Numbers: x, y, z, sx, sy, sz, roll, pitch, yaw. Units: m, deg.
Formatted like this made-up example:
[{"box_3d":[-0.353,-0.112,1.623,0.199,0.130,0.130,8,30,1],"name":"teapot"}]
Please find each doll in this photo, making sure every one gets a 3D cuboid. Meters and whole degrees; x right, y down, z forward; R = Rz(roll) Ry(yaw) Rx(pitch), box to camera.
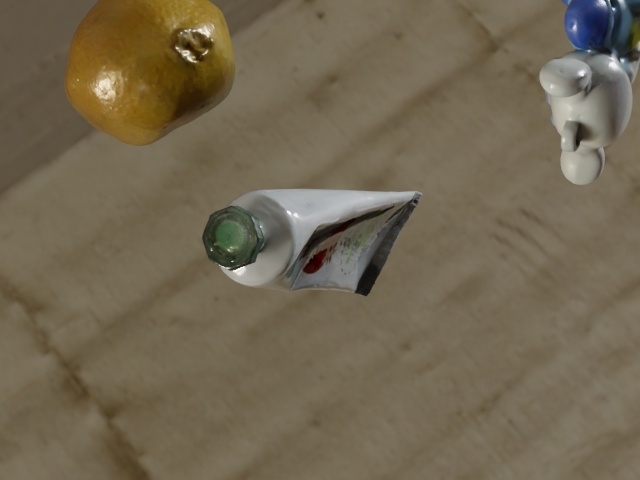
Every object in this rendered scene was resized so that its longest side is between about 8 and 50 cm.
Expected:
[{"box_3d":[0.459,-0.310,2.311,0.376,0.187,0.366,98,-167,-74],"name":"doll"}]

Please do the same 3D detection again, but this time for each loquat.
[{"box_3d":[-0.195,-0.196,1.539,0.187,0.176,0.234,-14,4,-25],"name":"loquat"}]

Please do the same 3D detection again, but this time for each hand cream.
[{"box_3d":[0.000,0.000,1.248,0.121,0.076,0.336,-58,-22,14],"name":"hand cream"}]
